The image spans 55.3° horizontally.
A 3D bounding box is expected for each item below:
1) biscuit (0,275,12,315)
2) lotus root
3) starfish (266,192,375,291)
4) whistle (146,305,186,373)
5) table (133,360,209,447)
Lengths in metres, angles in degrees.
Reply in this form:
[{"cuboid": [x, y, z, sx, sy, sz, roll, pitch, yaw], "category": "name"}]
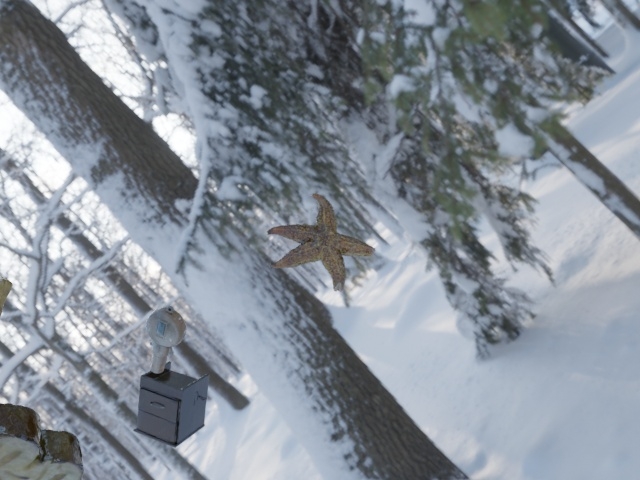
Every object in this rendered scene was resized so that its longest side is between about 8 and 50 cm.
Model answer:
[{"cuboid": [-0.648, 0.158, 1.126, 0.225, 0.036, 0.166, -34, 39, 28], "category": "biscuit"}, {"cuboid": [-0.680, 0.508, 1.235, 0.374, 0.111, 0.391, -32, -46, -17], "category": "lotus root"}, {"cuboid": [0.000, -0.001, 1.311, 0.227, 0.241, 0.043, -3, -29, -7], "category": "starfish"}, {"cuboid": [-0.413, 0.260, 1.598, 0.057, 0.107, 0.220, -52, -15, -59], "category": "whistle"}, {"cuboid": [-0.485, 0.529, 1.991, 0.172, 0.169, 0.193, -18, -61, -66], "category": "table"}]
